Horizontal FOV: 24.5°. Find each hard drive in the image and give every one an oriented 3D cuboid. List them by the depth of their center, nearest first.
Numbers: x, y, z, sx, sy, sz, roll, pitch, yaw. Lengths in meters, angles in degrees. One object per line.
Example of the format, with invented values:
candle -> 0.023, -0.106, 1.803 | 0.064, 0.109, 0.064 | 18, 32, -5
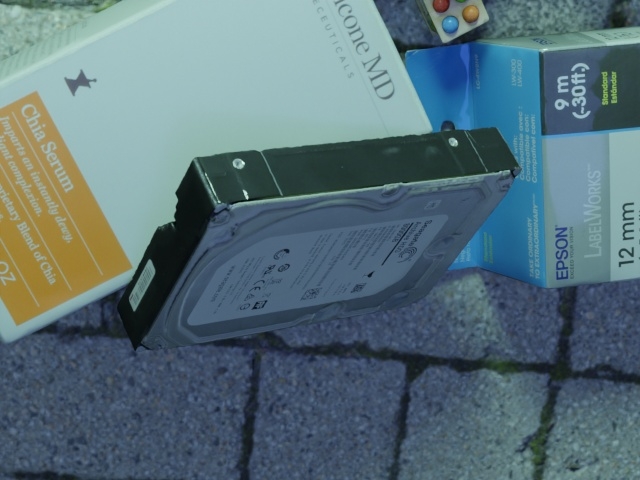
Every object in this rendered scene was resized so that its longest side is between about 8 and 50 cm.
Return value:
hard drive -> 0.000, 0.000, 1.391 | 0.339, 0.064, 0.237 | -8, 149, -34

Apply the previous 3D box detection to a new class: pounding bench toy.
pounding bench toy -> 0.144, -0.241, 1.469 | 0.083, 0.065, 0.052 | -27, 107, 0

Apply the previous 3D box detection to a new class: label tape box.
label tape box -> 0.272, -0.085, 1.508 | 0.348, 0.115, 0.249 | -6, 106, -8

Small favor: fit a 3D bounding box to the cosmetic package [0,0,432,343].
cosmetic package -> -0.151, -0.114, 1.413 | 0.453, 0.161, 0.230 | -27, 108, -1
